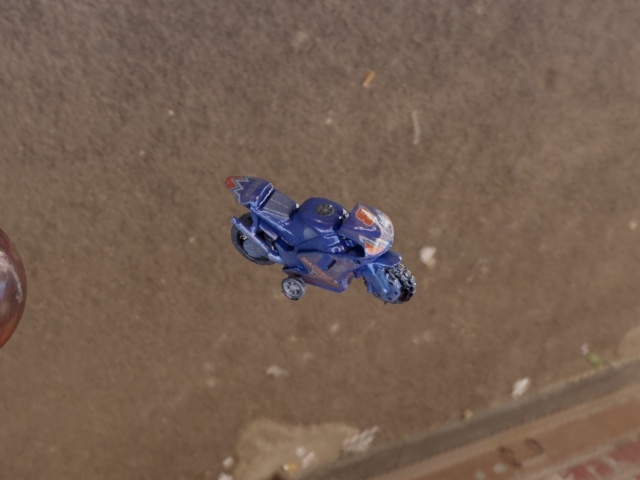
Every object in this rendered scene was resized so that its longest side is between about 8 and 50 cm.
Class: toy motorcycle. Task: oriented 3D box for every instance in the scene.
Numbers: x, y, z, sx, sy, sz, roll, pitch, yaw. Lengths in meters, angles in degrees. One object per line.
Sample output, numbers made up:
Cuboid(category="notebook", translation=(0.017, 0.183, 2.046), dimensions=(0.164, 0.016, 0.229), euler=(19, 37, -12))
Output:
Cuboid(category="toy motorcycle", translation=(0.000, 0.000, 1.139), dimensions=(0.076, 0.205, 0.114), euler=(-55, 154, -42))

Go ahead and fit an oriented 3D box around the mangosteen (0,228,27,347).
Cuboid(category="mangosteen", translation=(-0.453, 0.078, 1.297), dimensions=(0.215, 0.215, 0.257), euler=(6, 123, -46))
